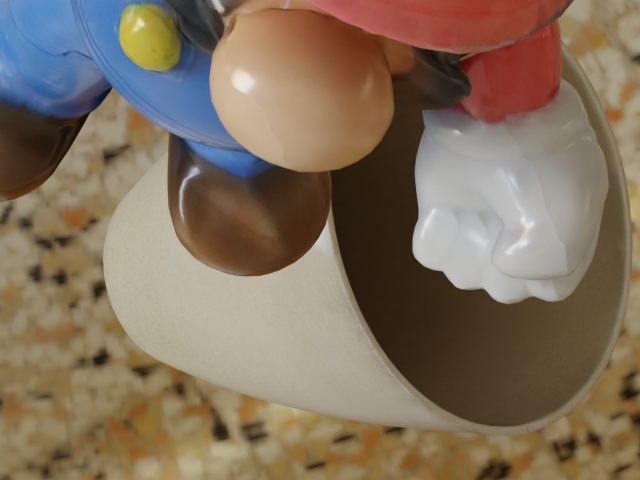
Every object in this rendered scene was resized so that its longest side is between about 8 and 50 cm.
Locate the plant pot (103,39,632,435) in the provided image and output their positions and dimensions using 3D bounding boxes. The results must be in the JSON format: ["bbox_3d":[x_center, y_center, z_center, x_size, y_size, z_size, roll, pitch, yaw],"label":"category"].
[{"bbox_3d":[0.000,0.000,1.196,0.274,0.256,0.256,-12,141,45],"label":"plant pot"}]

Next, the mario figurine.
[{"bbox_3d":[-0.021,-0.047,0.468,0.198,0.170,0.320,-21,173,-21],"label":"mario figurine"}]
